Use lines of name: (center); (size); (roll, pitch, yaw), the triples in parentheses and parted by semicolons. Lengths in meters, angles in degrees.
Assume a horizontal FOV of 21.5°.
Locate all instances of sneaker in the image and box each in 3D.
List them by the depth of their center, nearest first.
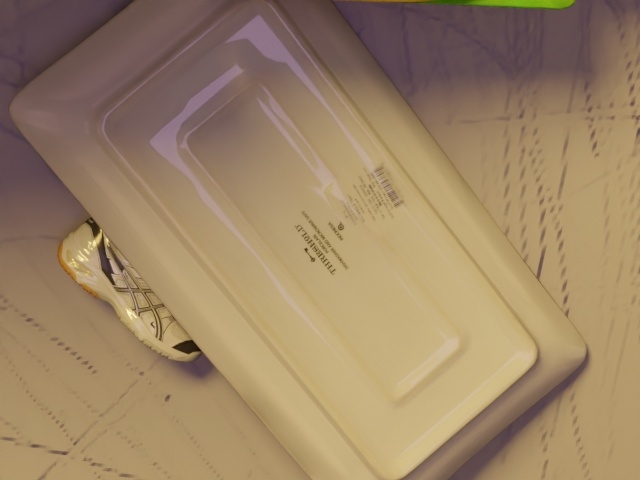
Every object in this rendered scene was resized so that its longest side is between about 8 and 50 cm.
sneaker: (-0.079, 0.021, 0.769); (0.083, 0.032, 0.037); (42, 98, -16)

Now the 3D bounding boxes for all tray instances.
tray: (0.000, 0.000, 0.759); (0.145, 0.030, 0.270); (-40, 106, -6)

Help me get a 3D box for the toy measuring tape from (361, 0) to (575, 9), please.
toy measuring tape: (-0.026, -0.155, 0.678); (0.330, 0.121, 0.121); (1, 106, -9)
